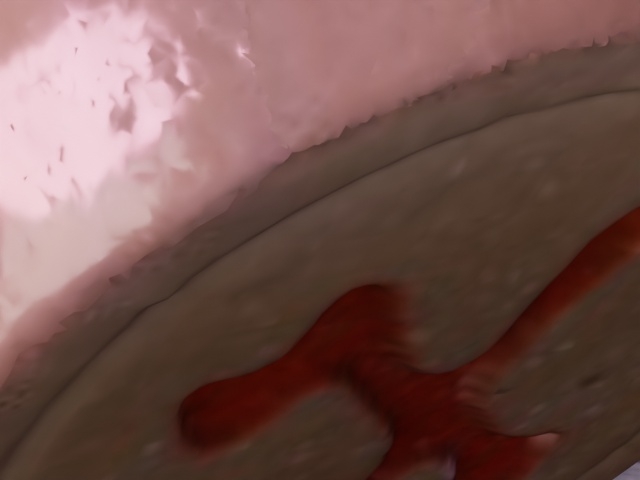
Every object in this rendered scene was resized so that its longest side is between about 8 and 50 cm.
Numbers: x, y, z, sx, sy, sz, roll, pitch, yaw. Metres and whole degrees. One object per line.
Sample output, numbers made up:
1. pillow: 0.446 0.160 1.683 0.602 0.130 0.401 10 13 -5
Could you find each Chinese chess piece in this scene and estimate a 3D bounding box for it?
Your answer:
1. Chinese chess piece: 0.000 0.000 0.511 0.338 0.338 0.140 -49 56 33
